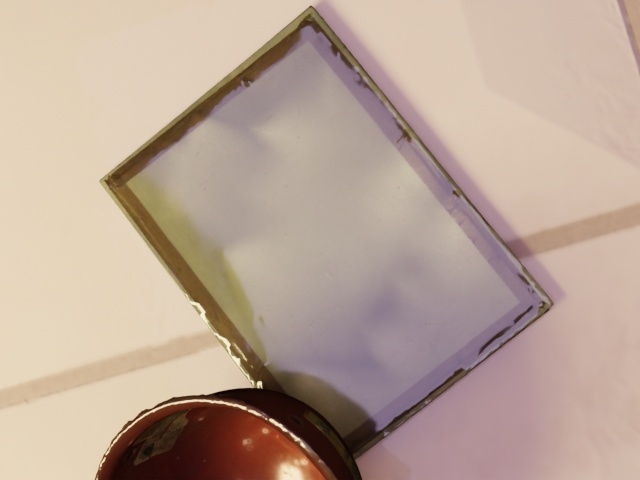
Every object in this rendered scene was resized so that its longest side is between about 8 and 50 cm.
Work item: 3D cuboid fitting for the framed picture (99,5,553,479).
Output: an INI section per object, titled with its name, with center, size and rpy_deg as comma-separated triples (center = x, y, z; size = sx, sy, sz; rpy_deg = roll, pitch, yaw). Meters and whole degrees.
[framed picture]
center = 0.000, 0.000, 0.853
size = 0.173, 0.010, 0.231
rpy_deg = -38, 82, 5

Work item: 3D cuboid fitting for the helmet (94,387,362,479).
[helmet]
center = -0.029, 0.153, 0.800
size = 0.155, 0.106, 0.175
rpy_deg = -42, 85, 24
